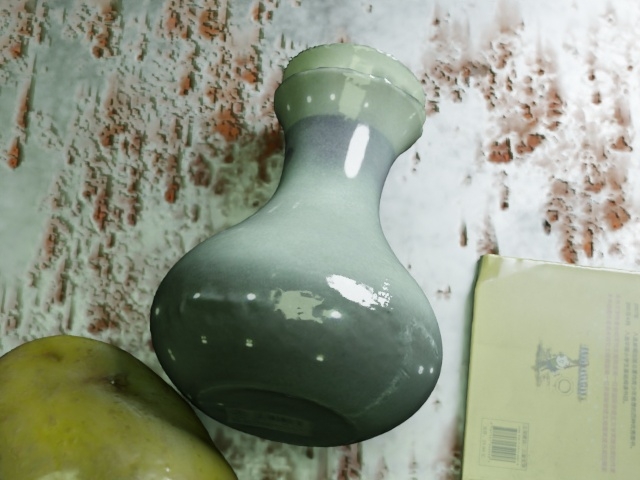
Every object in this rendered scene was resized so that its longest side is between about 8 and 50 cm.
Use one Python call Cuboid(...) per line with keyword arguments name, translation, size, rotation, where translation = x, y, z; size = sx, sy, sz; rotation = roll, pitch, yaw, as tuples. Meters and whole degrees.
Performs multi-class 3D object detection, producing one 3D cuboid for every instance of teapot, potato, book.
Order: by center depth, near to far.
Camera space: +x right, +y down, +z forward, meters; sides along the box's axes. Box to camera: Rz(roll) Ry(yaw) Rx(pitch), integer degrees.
Cuboid(name="potato", translation=(-0.137, 0.148, 0.601), size=(0.200, 0.154, 0.137), rotation=(41, 93, 31))
Cuboid(name="teapot", translation=(0.000, 0.000, 0.653), size=(0.183, 0.183, 0.251), rotation=(13, 61, 2))
Cuboid(name="book", translation=(0.199, 0.099, 0.699), size=(0.192, 0.013, 0.168), rotation=(7, 73, 1))
